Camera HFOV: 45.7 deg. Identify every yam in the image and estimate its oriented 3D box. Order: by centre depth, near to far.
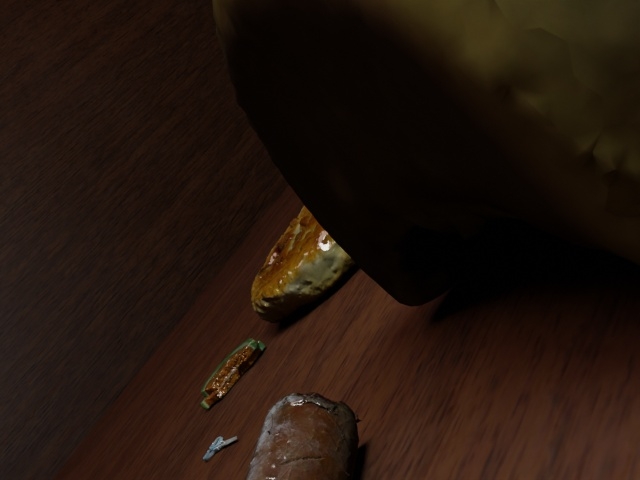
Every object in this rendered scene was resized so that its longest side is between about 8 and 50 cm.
[{"bbox_3d":[-0.018,0.172,0.533,0.079,0.079,0.141,-44,12,27],"label":"yam"}]

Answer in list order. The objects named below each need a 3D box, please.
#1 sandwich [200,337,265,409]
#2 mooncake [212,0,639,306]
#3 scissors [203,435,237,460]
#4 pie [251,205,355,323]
[{"bbox_3d":[-0.135,0.195,1.139,0.135,0.029,0.067,-47,8,7],"label":"sandwich"},{"bbox_3d":[0.132,-0.096,0.502,0.394,0.393,0.246,30,75,40],"label":"mooncake"},{"bbox_3d":[-0.118,0.245,0.916,0.083,0.006,0.036,-38,12,50],"label":"scissors"},{"bbox_3d":[0.000,0.000,1.154,0.315,0.092,0.315,-47,11,12],"label":"pie"}]
